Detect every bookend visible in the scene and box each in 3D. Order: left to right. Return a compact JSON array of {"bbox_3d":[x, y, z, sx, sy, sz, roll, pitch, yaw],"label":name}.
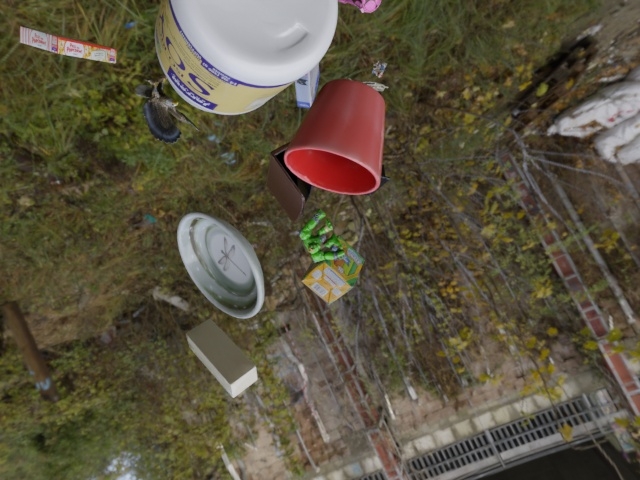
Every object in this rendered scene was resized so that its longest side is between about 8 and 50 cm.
[{"bbox_3d":[0.220,-0.301,1.824,0.073,0.157,0.156,8,153,-25],"label":"bookend"}]

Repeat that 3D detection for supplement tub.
[{"bbox_3d":[-0.144,-0.348,0.702,0.241,0.240,0.331,-23,-167,-22],"label":"supplement tub"}]

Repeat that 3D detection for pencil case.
[{"bbox_3d":[0.141,-0.961,1.653,0.095,0.209,0.098,25,108,-44],"label":"pencil case"}]

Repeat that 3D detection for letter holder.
[{"bbox_3d":[-0.076,-0.213,1.560,0.152,0.214,0.302,-32,174,-16],"label":"letter holder"}]

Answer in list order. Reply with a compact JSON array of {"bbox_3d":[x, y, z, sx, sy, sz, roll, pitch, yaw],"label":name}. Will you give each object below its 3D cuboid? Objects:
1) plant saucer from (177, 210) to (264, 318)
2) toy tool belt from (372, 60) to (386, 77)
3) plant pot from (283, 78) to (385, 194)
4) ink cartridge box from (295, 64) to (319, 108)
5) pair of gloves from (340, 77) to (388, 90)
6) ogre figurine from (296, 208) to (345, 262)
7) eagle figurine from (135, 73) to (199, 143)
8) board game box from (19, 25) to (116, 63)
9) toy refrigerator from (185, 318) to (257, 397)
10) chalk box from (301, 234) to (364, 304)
[{"bbox_3d":[-0.314,0.070,1.412,0.101,0.400,0.400,-36,-178,-41],"label":"plant saucer"},{"bbox_3d":[0.208,-0.630,1.542,0.052,0.051,0.083,121,-9,-51],"label":"toy tool belt"},{"bbox_3d":[0.061,-0.295,1.185,0.275,0.243,0.275,16,167,4],"label":"plant pot"},{"bbox_3d":[-0.047,-0.604,1.478,0.065,0.185,0.311,9,165,5],"label":"ink cartridge box"},{"bbox_3d":[0.220,-0.826,2.229,0.240,0.042,0.204,13,-168,29],"label":"pair of gloves"},{"bbox_3d":[0.000,0.000,1.477,0.118,0.096,0.197,-29,132,0],"label":"ogre figurine"},{"bbox_3d":[-0.742,-0.640,2.033,0.227,0.298,0.225,-19,-146,-12],"label":"eagle figurine"},{"bbox_3d":[-0.723,-0.562,1.216,0.193,0.147,0.045,-36,143,-64],"label":"board game box"},{"bbox_3d":[-0.341,0.400,1.441,0.102,0.270,0.094,-32,141,-34],"label":"toy refrigerator"},{"bbox_3d":[0.070,0.115,1.941,0.179,0.180,0.289,-41,-169,36],"label":"chalk box"}]
